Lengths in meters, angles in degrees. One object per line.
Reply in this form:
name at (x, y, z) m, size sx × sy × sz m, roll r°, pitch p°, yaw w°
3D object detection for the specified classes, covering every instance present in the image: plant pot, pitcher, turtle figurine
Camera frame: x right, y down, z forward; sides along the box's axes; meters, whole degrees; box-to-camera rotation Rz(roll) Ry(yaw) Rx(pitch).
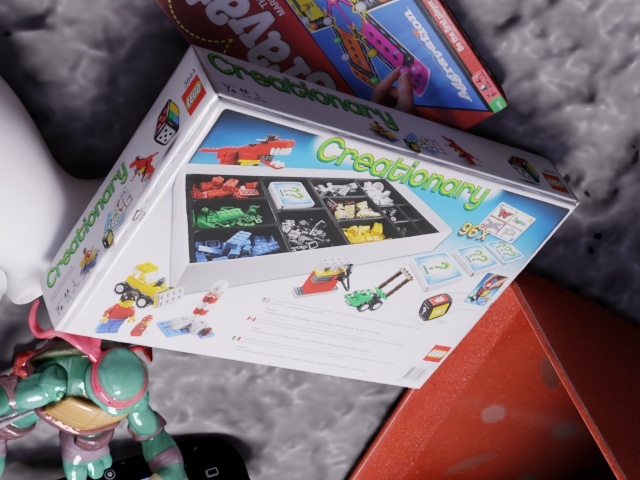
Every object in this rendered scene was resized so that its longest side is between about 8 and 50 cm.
plant pot at (0.205, 0.211, 1.061) m, size 0.236 × 0.267 × 0.267 m, roll 10°, pitch 126°, yaw -29°
pitcher at (-0.242, -0.029, 0.900) m, size 0.178 × 0.125 × 0.207 m, roll -38°, pitch 132°, yaw 14°
turtle figurine at (-0.159, 0.119, 0.959) m, size 0.175 × 0.118 × 0.234 m, roll 26°, pitch 157°, yaw -18°

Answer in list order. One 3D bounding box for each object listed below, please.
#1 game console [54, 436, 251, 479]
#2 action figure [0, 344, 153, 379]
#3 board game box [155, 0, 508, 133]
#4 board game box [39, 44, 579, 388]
game console at (-0.223, 0.222, 1.064) m, size 0.361 × 0.213 × 0.044 m, roll -15°, pitch 162°, yaw -17°
action figure at (-0.181, 0.089, 1.053) m, size 0.115 × 0.030 × 0.038 m, roll -16°, pitch 132°, yaw 7°
board game box at (-0.013, -0.151, 0.895) m, size 0.145 × 0.027 × 0.281 m, roll -29°, pitch 124°, yaw 16°
board game box at (0.000, 0.000, 0.935) m, size 0.305 × 0.053 × 0.193 m, roll 14°, pitch 125°, yaw -39°
